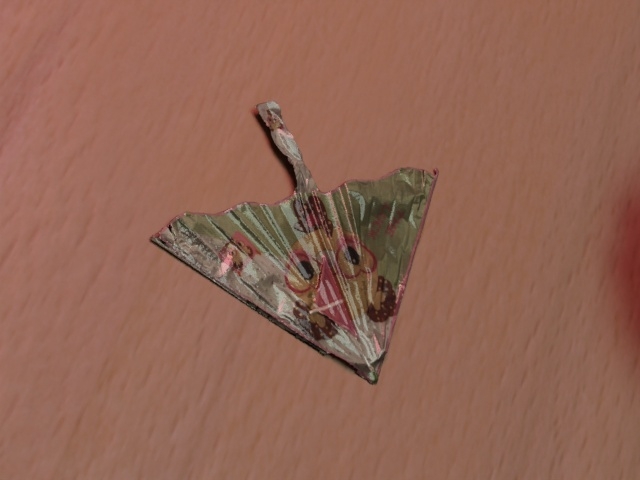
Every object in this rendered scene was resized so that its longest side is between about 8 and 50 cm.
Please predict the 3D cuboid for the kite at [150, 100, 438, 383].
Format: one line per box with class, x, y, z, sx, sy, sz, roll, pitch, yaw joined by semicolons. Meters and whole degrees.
kite;0.000;0.000;1.479;0.323;0.013;0.268;-11;76;-37
